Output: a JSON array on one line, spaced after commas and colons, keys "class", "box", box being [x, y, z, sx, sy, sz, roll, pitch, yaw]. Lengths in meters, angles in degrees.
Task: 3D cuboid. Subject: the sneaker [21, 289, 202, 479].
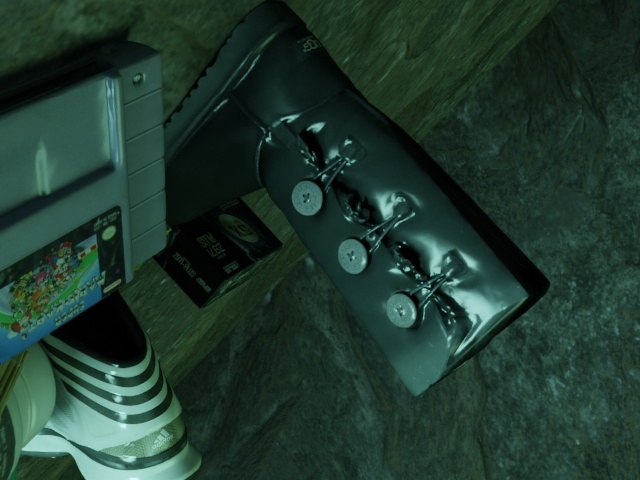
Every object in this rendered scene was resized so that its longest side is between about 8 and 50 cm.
[{"class": "sneaker", "box": [-0.327, 0.147, 1.204, 0.447, 0.258, 0.169, 8, -155, 45]}]

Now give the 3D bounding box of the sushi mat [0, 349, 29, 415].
[{"class": "sushi mat", "box": [-0.357, 0.165, 0.807, 0.019, 0.151, 0.316, -24, -148, 22]}]

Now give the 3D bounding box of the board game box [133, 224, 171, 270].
[{"class": "board game box", "box": [-0.289, 0.019, 1.270, 0.092, 0.043, 0.181, -46, 172, 27]}]

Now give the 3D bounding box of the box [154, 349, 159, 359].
[{"class": "box", "box": [-0.407, 0.231, 1.626, 0.094, 0.113, 0.275, -45, 172, 24]}]

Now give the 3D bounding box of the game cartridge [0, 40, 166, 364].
[{"class": "game cartridge", "box": [-0.265, -0.008, 0.786, 0.355, 0.068, 0.230, -37, 138, -43]}]

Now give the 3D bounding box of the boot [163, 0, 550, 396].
[{"class": "boot", "box": [0.001, -0.001, 1.115, 0.146, 0.445, 0.367, -36, 170, -48]}]

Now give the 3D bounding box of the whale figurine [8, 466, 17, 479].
[{"class": "whale figurine", "box": [-0.499, 0.331, 1.264, 0.141, 0.216, 0.272, -56, -164, 3]}]

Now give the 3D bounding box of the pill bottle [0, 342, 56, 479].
[{"class": "pill bottle", "box": [-0.424, 0.211, 0.911, 0.204, 0.204, 0.361, -46, -179, 24]}]

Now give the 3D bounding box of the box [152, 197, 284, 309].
[{"class": "box", "box": [-0.167, 0.004, 1.448, 0.077, 0.147, 0.180, -47, 172, 31]}]
